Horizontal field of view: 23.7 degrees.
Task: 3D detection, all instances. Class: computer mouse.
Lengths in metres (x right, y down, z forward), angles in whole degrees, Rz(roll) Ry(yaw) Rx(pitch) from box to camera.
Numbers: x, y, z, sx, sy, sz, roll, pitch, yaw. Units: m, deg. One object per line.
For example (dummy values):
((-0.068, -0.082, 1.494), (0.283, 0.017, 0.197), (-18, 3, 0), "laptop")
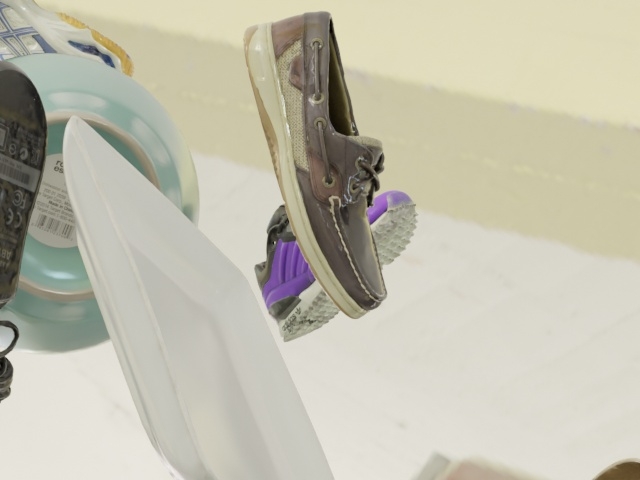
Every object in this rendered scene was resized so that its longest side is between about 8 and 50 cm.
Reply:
((-0.296, -0.015, 1.218), (0.072, 0.272, 0.188), (4, -17, 29), "computer mouse")

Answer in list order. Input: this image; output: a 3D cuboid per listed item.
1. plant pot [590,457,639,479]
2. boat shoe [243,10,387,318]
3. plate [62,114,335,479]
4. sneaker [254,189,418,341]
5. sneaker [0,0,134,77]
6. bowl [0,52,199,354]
((0.307, 0.372, 1.417), (0.191, 0.284, 0.284), (30, -32, -6), "plant pot")
((0.012, -0.073, 1.383), (0.092, 0.103, 0.285), (-20, -98, 17), "boat shoe")
((-0.074, 0.086, 1.003), (0.277, 0.045, 0.278), (47, 15, -57), "plate")
((-0.001, 0.000, 1.926), (0.293, 0.102, 0.146), (-46, -113, 42), "sneaker")
((-0.366, -0.228, 1.771), (0.296, 0.131, 0.112), (31, -3, 13), "sneaker")
((-0.255, -0.033, 1.505), (0.311, 0.311, 0.163), (45, -9, -14), "bowl")
